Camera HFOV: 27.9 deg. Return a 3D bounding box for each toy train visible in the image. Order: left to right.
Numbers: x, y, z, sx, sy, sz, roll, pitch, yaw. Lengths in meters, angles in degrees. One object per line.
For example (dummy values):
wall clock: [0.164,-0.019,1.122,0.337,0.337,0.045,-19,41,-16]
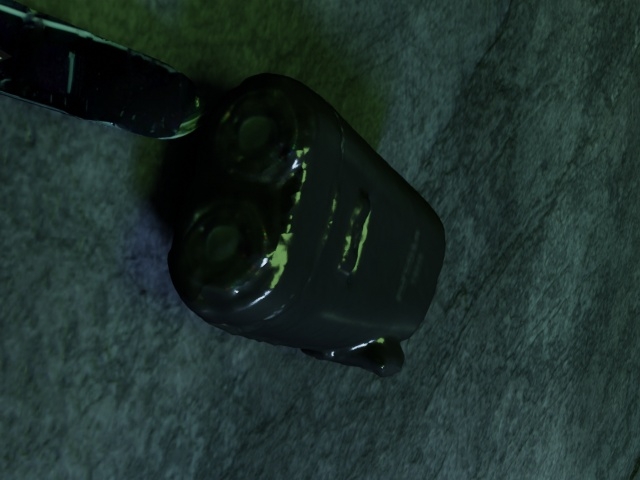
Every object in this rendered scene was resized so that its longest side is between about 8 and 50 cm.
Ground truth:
toy train: [-0.147,-0.099,0.804,0.252,0.048,0.055,13,86,-66]

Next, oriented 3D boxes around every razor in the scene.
razor: [-0.003,-0.001,1.021,0.327,0.107,0.189,32,74,-62]
